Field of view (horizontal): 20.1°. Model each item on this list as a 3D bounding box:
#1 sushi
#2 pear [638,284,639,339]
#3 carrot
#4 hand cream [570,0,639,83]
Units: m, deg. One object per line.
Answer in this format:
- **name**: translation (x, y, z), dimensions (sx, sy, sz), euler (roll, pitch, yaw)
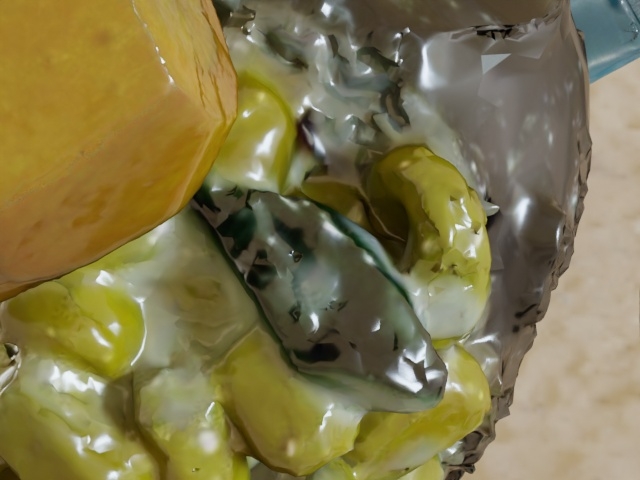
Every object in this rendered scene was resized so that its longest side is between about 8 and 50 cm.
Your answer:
- **sushi**: translation (-0.048, 0.002, 0.783), dimensions (0.328, 0.329, 0.285), euler (33, 31, -4)
- **pear**: translation (0.502, 0.093, 1.821), dimensions (0.352, 0.413, 0.352), euler (-30, 23, 14)
- **carrot**: translation (-0.168, -0.008, 0.563), dimensions (0.301, 0.114, 0.114), euler (-26, 22, 19)
- **hand cream**: translation (0.069, -0.081, 0.957), dimensions (0.224, 0.083, 0.048), euler (-32, 19, 11)
